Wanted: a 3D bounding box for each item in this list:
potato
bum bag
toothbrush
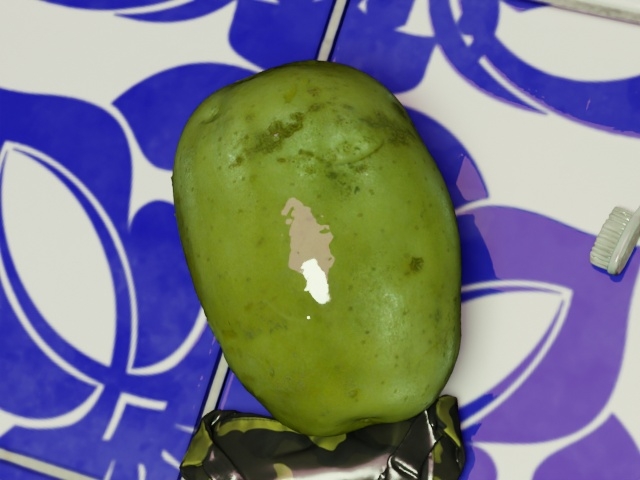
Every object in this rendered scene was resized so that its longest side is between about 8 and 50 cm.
[{"bbox_3d":[-0.003,0.000,1.301,0.215,0.216,0.304,-16,64,10],"label":"potato"},{"bbox_3d":[0.000,0.178,1.332,0.232,0.060,0.107,-6,66,11],"label":"bum bag"},{"bbox_3d":[0.295,-0.111,1.348,0.029,0.025,0.307,25,84,27],"label":"toothbrush"}]
